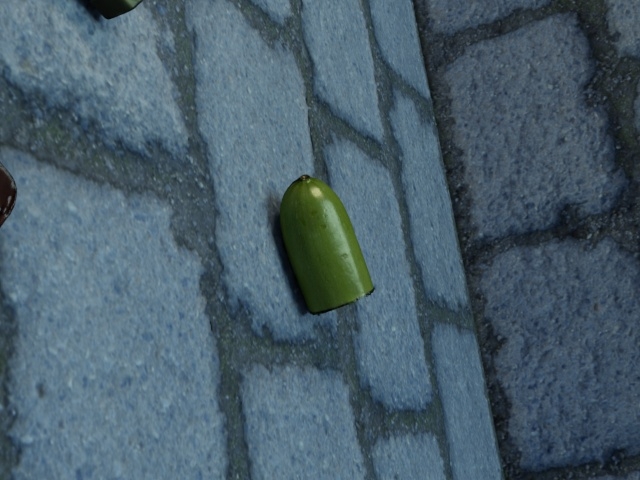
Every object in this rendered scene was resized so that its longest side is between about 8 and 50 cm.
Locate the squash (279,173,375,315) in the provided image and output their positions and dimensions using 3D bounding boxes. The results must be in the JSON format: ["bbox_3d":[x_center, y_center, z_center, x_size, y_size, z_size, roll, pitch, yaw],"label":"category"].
[{"bbox_3d":[0.000,0.000,1.740,0.247,0.132,0.132,71,23,-8],"label":"squash"}]

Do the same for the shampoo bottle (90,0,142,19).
[{"bbox_3d":[-0.352,-0.454,1.258,0.350,0.084,0.126,51,34,-43],"label":"shampoo bottle"}]

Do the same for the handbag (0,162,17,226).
[{"bbox_3d":[-0.421,-0.053,0.858,0.276,0.084,0.260,59,30,-32],"label":"handbag"}]
